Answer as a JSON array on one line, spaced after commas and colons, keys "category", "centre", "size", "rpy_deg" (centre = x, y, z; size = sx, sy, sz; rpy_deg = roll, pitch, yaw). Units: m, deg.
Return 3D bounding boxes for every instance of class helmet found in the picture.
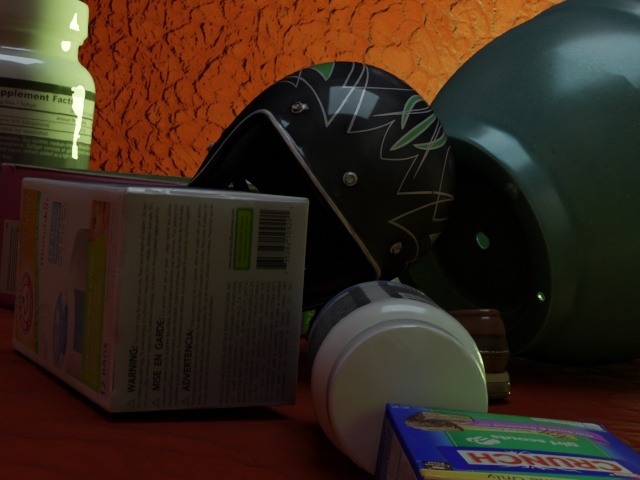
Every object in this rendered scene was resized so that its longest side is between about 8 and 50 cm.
[{"category": "helmet", "centre": [0.011, -0.041, 0.755], "size": [0.162, 0.169, 0.169], "rpy_deg": [-33, -20, 32]}]

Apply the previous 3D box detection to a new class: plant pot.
[{"category": "plant pot", "centre": [0.173, -0.025, 0.863], "size": [0.196, 0.293, 0.293], "rpy_deg": [-23, 19, -34]}]

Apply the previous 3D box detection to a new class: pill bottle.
[{"category": "pill bottle", "centre": [-0.310, -0.103, 1.126], "size": [0.162, 0.278, 0.162], "rpy_deg": [5, 2, 0]}, {"category": "pill bottle", "centre": [0.033, 0.062, 0.521], "size": [0.078, 0.078, 0.137], "rpy_deg": [5, 3, -2]}]

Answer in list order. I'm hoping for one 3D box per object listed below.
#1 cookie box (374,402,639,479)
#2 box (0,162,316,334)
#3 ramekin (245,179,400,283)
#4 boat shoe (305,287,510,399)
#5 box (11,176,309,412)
[{"category": "cookie box", "centre": [0.070, 0.091, 0.399], "size": [0.092, 0.040, 0.107], "rpy_deg": [6, 4, -4]}, {"category": "box", "centre": [-0.106, 0.008, 0.937], "size": [0.214, 0.117, 0.243], "rpy_deg": [8, 5, 36]}, {"category": "ramekin", "centre": [0.000, 0.000, 1.178], "size": [0.273, 0.127, 0.273], "rpy_deg": [5, 3, 0]}, {"category": "boat shoe", "centre": [0.058, 0.061, 0.755], "size": [0.064, 0.060, 0.178], "rpy_deg": [3, 4, -38]}, {"category": "box", "centre": [-0.100, 0.024, 0.649], "size": [0.103, 0.114, 0.203], "rpy_deg": [2, 4, -29]}]
